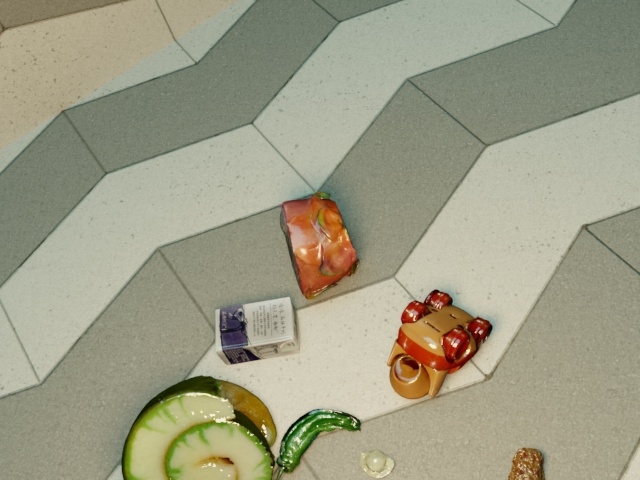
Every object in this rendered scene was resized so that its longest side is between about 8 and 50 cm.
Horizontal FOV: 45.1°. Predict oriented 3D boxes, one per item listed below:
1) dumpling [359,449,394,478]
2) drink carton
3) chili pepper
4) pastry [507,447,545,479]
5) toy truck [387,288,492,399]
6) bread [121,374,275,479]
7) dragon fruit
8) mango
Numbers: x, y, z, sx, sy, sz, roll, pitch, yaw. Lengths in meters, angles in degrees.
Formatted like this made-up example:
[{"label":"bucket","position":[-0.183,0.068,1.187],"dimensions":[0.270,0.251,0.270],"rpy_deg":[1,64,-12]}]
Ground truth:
[{"label":"dumpling","position":[0.138,0.551,1.903],"dimensions":[0.076,0.057,0.052],"rpy_deg":[4,17,-13]},{"label":"drink carton","position":[-0.173,0.251,2.134],"dimensions":[0.222,0.102,0.134],"rpy_deg":[-11,54,7]},{"label":"chili pepper","position":[-0.034,0.514,1.950],"dimensions":[0.278,0.065,0.122],"rpy_deg":[-38,53,-16]},{"label":"pastry","position":[0.480,0.560,1.795],"dimensions":[0.087,0.063,0.170],"rpy_deg":[3,58,13]},{"label":"toy truck","position":[0.288,0.278,1.973],"dimensions":[0.189,0.239,0.264],"rpy_deg":[34,30,29]},{"label":"bread","position":[-0.289,0.519,1.868],"dimensions":[0.366,0.129,0.382],"rpy_deg":[10,94,-5]},{"label":"dragon fruit","position":[0.000,0.000,2.151],"dimensions":[0.189,0.291,0.291],"rpy_deg":[-17,55,-5]},{"label":"mango","position":[-0.263,0.459,1.998],"dimensions":[0.316,0.146,0.193],"rpy_deg":[11,72,9]}]
